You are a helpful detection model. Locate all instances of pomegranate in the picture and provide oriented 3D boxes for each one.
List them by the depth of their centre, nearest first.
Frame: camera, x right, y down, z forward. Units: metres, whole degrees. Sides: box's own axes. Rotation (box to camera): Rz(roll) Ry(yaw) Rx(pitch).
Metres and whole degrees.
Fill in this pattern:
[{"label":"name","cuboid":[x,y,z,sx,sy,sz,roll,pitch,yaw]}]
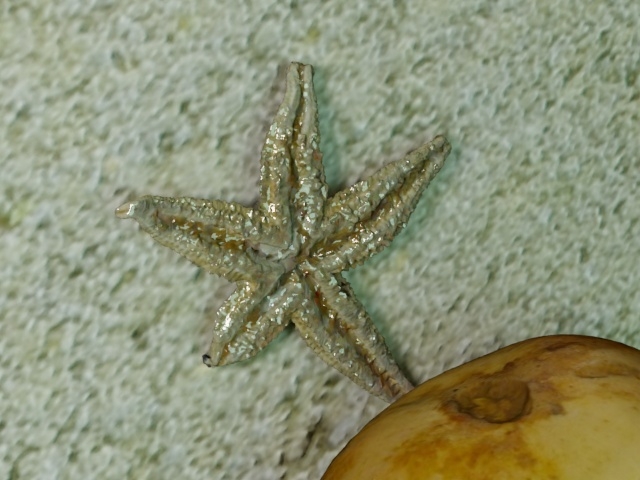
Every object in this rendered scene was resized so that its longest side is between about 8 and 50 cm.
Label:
[{"label":"pomegranate","cuboid":[0.152,0.237,1.178,0.338,0.338,0.338,-5,100,-30]}]

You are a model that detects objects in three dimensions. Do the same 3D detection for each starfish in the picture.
[{"label":"starfish","cuboid":[0.003,0.000,1.212,0.295,0.048,0.231,38,77,-31]}]
